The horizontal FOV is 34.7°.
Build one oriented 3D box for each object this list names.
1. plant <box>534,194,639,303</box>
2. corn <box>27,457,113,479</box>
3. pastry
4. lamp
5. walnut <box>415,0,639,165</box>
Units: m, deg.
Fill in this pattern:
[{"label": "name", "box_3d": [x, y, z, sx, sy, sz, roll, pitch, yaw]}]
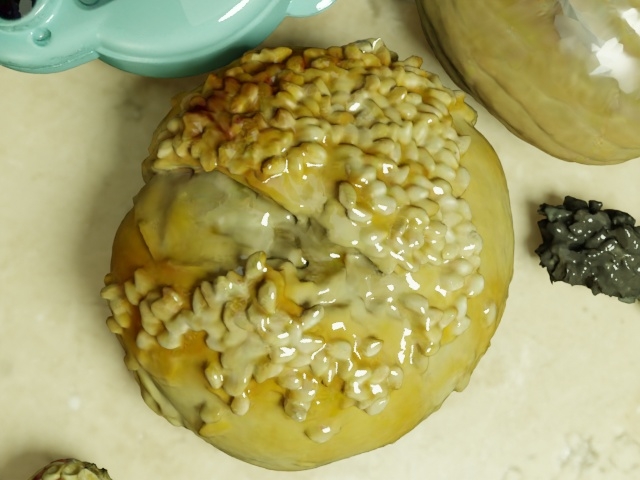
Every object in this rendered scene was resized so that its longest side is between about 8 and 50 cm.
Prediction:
[{"label": "plant", "box_3d": [0.246, 0.019, 0.790, 0.174, 0.087, 0.085, 24, 52, -5]}, {"label": "corn", "box_3d": [-0.234, 0.271, 0.676, 0.098, 0.098, 0.290, 41, 80, 3]}, {"label": "pastry", "box_3d": [0.000, 0.000, 0.709, 0.284, 0.184, 0.316, 31, 76, 0]}, {"label": "lamp", "box_3d": [-0.138, -0.217, 0.759, 0.284, 0.147, 0.209, -19, 79, -18]}, {"label": "walnut", "box_3d": [0.189, -0.176, 0.756, 0.225, 0.225, 0.261, -43, 91, -12]}]
